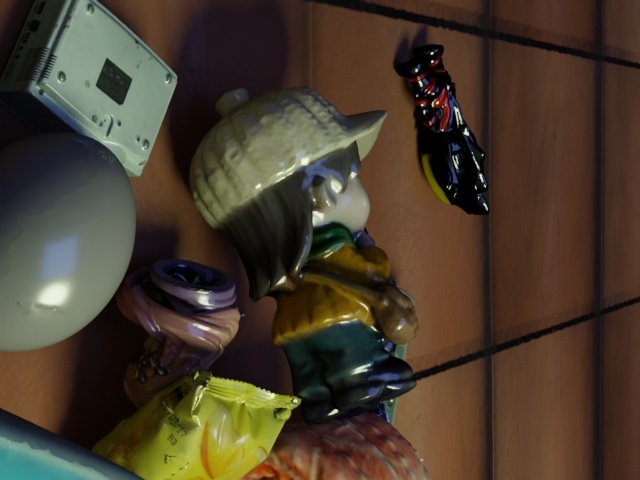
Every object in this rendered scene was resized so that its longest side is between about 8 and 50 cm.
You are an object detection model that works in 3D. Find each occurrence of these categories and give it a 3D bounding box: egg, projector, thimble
[{"bbox_3d":[-0.221,-0.002,0.849,0.146,0.147,0.198,65,35,-33],"label":"egg"},{"bbox_3d":[-0.200,-0.137,0.952,0.147,0.061,0.115,41,60,-48],"label":"projector"},{"bbox_3d":[-0.016,0.283,1.095,0.162,0.239,0.239,-10,100,-57],"label":"thimble"}]

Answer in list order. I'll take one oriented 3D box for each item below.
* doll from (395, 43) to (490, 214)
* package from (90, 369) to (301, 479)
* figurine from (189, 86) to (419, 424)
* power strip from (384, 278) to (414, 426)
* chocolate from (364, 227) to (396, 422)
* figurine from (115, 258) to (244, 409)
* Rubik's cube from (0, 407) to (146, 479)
[{"bbox_3d":[0.174,-0.144,1.491,0.127,0.088,0.248,-36,114,-25],"label":"doll"},{"bbox_3d":[-0.134,0.196,0.967,0.168,0.226,0.090,21,30,-55],"label":"package"},{"bbox_3d":[-0.022,0.006,1.050,0.205,0.185,0.332,11,62,-33],"label":"figurine"},{"bbox_3d":[0.067,0.188,1.377,0.080,0.048,0.285,26,72,-53],"label":"power strip"},{"bbox_3d":[0.044,0.150,1.268,0.148,0.126,0.343,49,46,-76],"label":"chocolate"},{"bbox_3d":[-0.136,0.095,1.011,0.126,0.114,0.157,11,84,-40],"label":"figurine"},{"bbox_3d":[-0.326,0.202,0.502,0.351,0.347,0.352,33,73,-49],"label":"Rubik's cube"}]
